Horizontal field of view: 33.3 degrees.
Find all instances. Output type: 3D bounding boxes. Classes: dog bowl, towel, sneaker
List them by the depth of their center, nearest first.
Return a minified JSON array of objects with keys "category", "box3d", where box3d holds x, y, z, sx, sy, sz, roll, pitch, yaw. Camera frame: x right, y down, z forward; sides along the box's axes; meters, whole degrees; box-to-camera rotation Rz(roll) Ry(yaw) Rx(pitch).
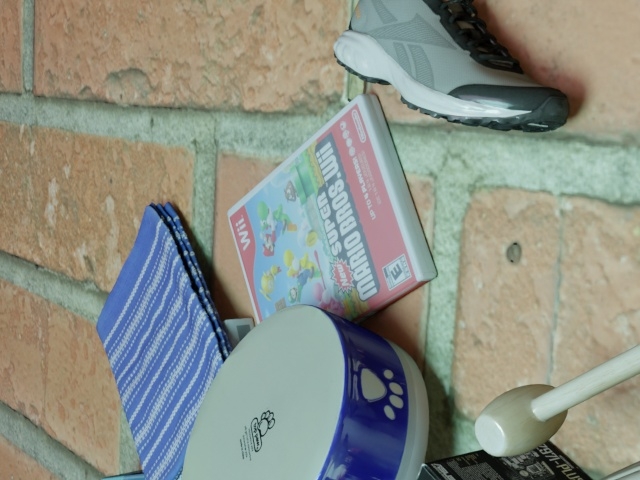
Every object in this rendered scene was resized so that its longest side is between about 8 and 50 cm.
[{"category":"sneaker","box3d":[0.110,-0.167,0.937,0.271,0.100,0.108,38,116,45]},{"category":"dog bowl","box3d":[-0.021,0.200,1.042,0.265,0.104,0.265,-38,37,36]},{"category":"towel","box3d":[-0.207,0.136,1.356,0.243,0.040,0.336,-60,38,27]}]

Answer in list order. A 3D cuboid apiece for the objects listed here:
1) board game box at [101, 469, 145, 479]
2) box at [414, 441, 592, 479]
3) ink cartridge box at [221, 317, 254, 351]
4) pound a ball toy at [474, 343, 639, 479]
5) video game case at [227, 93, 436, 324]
[{"category":"board game box","box3d":[-0.173,0.460,1.372,0.254,0.079,0.336,-21,76,51]},{"category":"box","box3d":[0.174,0.248,0.843,0.180,0.147,0.077,42,124,42]},{"category":"ink cartridge box","box3d":[-0.129,0.186,1.322,0.179,0.045,0.145,-29,69,47]},{"category":"pound a ball toy","box3d":[0.206,0.157,0.643,0.208,0.135,0.319,63,151,13]},{"category":"video game case","box3d":[0.000,0.000,1.152,0.285,0.025,0.204,-37,64,48]}]
